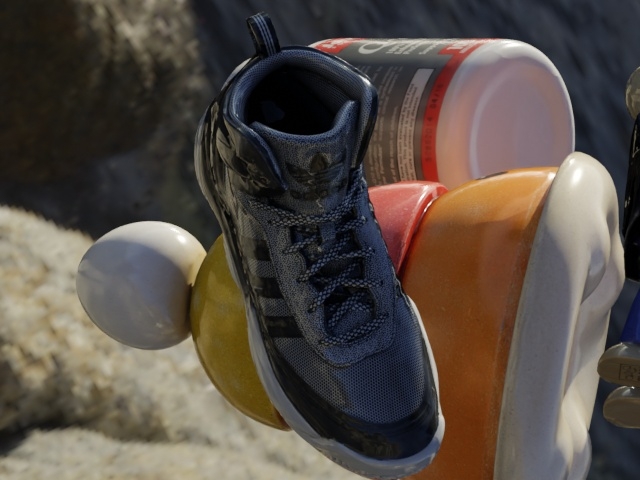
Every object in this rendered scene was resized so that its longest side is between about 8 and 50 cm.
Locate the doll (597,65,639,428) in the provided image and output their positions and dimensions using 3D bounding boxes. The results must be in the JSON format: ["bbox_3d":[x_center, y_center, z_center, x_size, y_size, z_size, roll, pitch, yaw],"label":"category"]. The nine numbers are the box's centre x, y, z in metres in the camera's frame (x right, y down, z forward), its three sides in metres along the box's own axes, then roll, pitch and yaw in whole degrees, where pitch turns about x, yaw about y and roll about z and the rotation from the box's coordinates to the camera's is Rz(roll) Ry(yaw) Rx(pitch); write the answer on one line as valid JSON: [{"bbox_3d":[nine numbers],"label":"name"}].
[{"bbox_3d":[0.163,-0.011,0.939,0.129,0.046,0.189,73,23,-54],"label":"doll"}]

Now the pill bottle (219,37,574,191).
[{"bbox_3d":[0.068,-0.110,2.076,0.210,0.363,0.210,-7,100,-47],"label":"pill bottle"}]

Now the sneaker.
[{"bbox_3d":[0.000,0.000,1.120,0.101,0.153,0.268,-19,68,-14],"label":"sneaker"}]

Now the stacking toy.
[{"bbox_3d":[0.007,0.066,1.715,0.350,0.480,0.350,10,90,-77],"label":"stacking toy"}]
